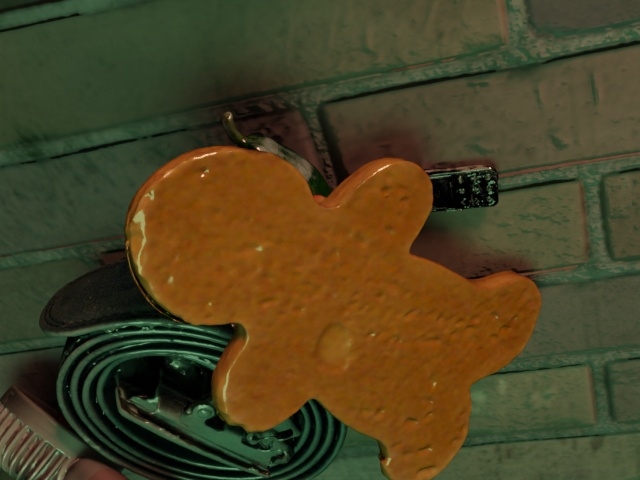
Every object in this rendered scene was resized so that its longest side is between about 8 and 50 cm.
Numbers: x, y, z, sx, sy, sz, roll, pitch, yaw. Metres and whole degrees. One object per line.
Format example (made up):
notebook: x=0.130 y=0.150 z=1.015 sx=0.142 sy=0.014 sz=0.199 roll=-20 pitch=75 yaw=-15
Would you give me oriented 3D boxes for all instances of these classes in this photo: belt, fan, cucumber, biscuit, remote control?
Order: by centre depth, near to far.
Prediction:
biscuit: x=0.012 y=0.041 z=0.616 sx=0.339 sy=0.047 sz=0.216 roll=28 pitch=95 yaw=-33
remote control: x=0.080 y=-0.037 z=0.634 sx=0.096 sy=0.014 sz=0.039 roll=-4 pitch=132 yaw=10
cucumber: x=0.000 y=0.000 z=0.652 sx=0.056 sy=0.056 sz=0.250 roll=-17 pitch=129 yaw=21
belt: x=-0.101 y=0.112 z=0.722 sx=0.267 sy=0.116 sz=0.206 roll=23 pitch=127 yaw=-18
fan: x=-0.207 y=0.206 z=0.773 sx=0.244 sy=0.074 sz=0.130 roll=23 pitch=159 yaw=41

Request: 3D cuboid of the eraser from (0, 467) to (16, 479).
eraser: x=-0.391 y=0.282 z=0.930 sx=0.212 sy=0.092 sz=0.046 roll=-25 pitch=123 yaw=26
